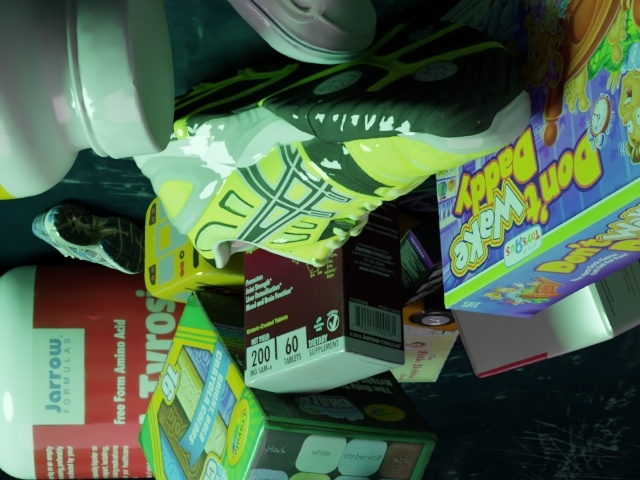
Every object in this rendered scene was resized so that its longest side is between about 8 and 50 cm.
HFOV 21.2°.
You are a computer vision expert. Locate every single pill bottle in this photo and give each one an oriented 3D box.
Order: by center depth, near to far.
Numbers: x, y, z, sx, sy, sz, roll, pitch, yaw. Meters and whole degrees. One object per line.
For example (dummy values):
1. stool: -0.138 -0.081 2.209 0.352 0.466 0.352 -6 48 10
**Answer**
1. pill bottle: -0.277 -0.116 1.173 0.333 0.188 0.188 -4 160 6
2. pill bottle: -0.225 0.139 1.819 0.407 0.229 0.229 -1 160 -7

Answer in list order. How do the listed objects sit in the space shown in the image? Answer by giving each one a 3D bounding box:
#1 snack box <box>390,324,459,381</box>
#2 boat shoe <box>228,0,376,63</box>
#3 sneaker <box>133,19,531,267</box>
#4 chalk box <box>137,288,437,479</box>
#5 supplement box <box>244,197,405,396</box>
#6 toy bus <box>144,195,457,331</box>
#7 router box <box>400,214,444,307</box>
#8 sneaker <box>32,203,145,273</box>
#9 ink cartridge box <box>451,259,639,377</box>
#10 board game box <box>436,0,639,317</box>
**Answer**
1. snack box: 0.062 0.100 1.992 0.187 0.060 0.322 0 160 -4
2. boat shoe: -0.021 -0.185 1.166 0.075 0.083 0.226 -16 155 36
3. sneaker: 0.016 -0.066 1.309 0.384 0.147 0.145 -4 -153 48
4. chalk box: -0.026 0.200 1.551 0.180 0.289 0.179 9 116 -26
5. supplement box: 0.000 0.000 1.448 0.073 0.239 0.130 17 152 -39
6. toy bus: -0.001 0.023 1.702 0.332 0.108 0.130 13 155 -36
7. router box: 0.149 -0.008 1.618 0.179 0.046 0.133 -27 168 -22
8. sneaker: -0.231 -0.003 1.708 0.058 0.052 0.135 -7 155 41
9. ink cartridge box: 0.267 0.041 1.675 0.172 0.100 0.237 -22 177 43
10. board game box: 0.197 -0.109 1.184 0.078 0.233 0.347 7 158 -25
